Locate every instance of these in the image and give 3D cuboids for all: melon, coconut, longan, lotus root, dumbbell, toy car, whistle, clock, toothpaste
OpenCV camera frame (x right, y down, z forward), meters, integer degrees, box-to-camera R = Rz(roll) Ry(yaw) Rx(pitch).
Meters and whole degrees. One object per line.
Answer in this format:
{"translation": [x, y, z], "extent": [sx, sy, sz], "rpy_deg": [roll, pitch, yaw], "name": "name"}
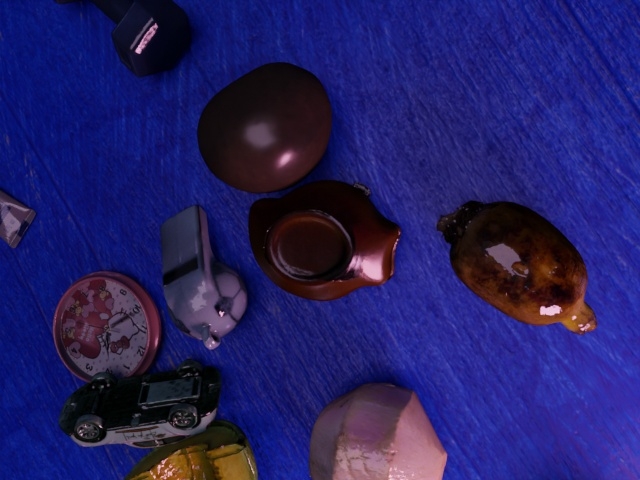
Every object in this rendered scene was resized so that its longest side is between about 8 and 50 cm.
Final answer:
{"translation": [-0.224, 0.457, 1.195], "extent": [0.265, 0.129, 0.169], "rpy_deg": [-22, 105, 9], "name": "melon"}
{"translation": [0.101, 0.363, 1.066], "extent": [0.237, 0.197, 0.236], "rpy_deg": [-1, 86, 17], "name": "coconut"}
{"translation": [-0.102, -0.194, 1.094], "extent": [0.246, 0.215, 0.246], "rpy_deg": [-5, 46, 6], "name": "longan"}
{"translation": [0.332, 0.041, 1.026], "extent": [0.314, 0.141, 0.169], "rpy_deg": [39, 97, 10], "name": "lotus root"}
{"translation": [-0.407, -0.467, 1.203], "extent": [0.325, 0.160, 0.144], "rpy_deg": [42, 131, 11], "name": "dumbbell"}
{"translation": [0.058, -0.064, 1.153], "extent": [0.041, 0.025, 0.093], "rpy_deg": [35, 109, 9], "name": "toy car"}
{"translation": [-0.334, 0.329, 1.189], "extent": [0.306, 0.136, 0.125], "rpy_deg": [-10, 121, 1], "name": "toy car"}
{"translation": [-0.220, 0.085, 1.183], "extent": [0.164, 0.163, 0.289], "rpy_deg": [-28, 46, 13], "name": "whistle"}
{"translation": [-0.440, 0.182, 1.270], "extent": [0.245, 0.056, 0.244], "rpy_deg": [0, 90, 14], "name": "clock"}
{"translation": [-0.747, -0.094, 1.349], "extent": [0.266, 0.061, 0.096], "rpy_deg": [34, 98, 4], "name": "toothpaste"}

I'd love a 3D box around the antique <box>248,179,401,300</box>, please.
{"translation": [0.000, 0.000, 1.107], "extent": [0.278, 0.129, 0.223], "rpy_deg": [18, 107, 14], "name": "antique"}
